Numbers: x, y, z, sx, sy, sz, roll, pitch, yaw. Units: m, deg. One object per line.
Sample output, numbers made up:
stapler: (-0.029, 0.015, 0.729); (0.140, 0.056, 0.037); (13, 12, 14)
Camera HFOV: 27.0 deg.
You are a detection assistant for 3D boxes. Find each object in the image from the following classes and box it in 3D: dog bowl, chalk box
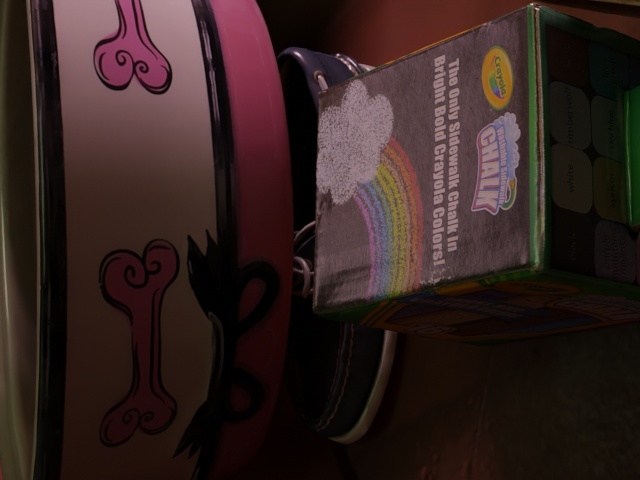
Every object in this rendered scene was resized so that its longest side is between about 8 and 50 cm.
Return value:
dog bowl: (-0.132, -0.011, 0.880); (0.408, 0.150, 0.408); (180, 90, -72)
chalk box: (0.112, -0.028, 0.675); (0.213, 0.132, 0.132); (-14, 70, 49)

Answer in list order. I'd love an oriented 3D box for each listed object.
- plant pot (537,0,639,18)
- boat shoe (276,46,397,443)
plant pot: (0.192, -0.202, 0.493); (0.237, 0.237, 0.254); (23, 109, 52)
boat shoe: (0.000, 0.000, 0.853); (0.095, 0.079, 0.254); (-7, 76, 52)
